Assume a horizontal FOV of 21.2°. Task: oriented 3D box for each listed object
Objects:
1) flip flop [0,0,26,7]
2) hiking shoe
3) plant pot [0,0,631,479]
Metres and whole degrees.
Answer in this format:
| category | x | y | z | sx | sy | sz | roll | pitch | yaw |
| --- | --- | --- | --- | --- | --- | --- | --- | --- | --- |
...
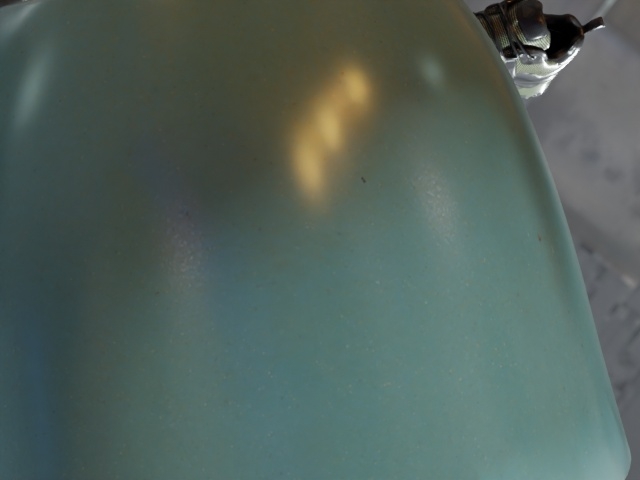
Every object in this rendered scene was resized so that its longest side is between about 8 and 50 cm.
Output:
| category | x | y | z | sx | sy | sz | roll | pitch | yaw |
| --- | --- | --- | --- | --- | --- | --- | --- | --- | --- |
| flip flop | -0.251 | -0.227 | 1.251 | 0.080 | 0.277 | 0.112 | -84 | 162 | -46 |
| hiking shoe | 0.141 | -0.179 | 1.504 | 0.227 | 0.086 | 0.114 | -8 | 158 | -38 |
| plant pot | -0.033 | 0.001 | 0.733 | 0.293 | 0.235 | 0.293 | -11 | -174 | 1 |
